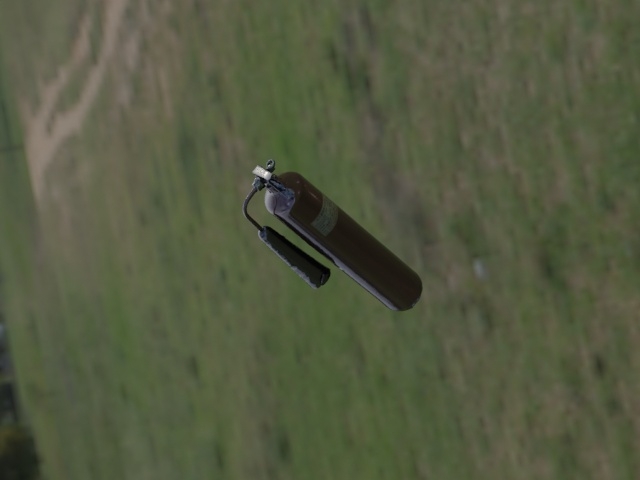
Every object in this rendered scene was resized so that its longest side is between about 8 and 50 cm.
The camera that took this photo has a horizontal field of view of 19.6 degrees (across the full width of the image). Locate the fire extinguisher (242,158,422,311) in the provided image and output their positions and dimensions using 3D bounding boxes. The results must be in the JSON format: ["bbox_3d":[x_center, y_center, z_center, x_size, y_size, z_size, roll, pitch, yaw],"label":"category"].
[{"bbox_3d":[0.000,0.000,1.108,0.173,0.049,0.035,40,-144,-45],"label":"fire extinguisher"}]
